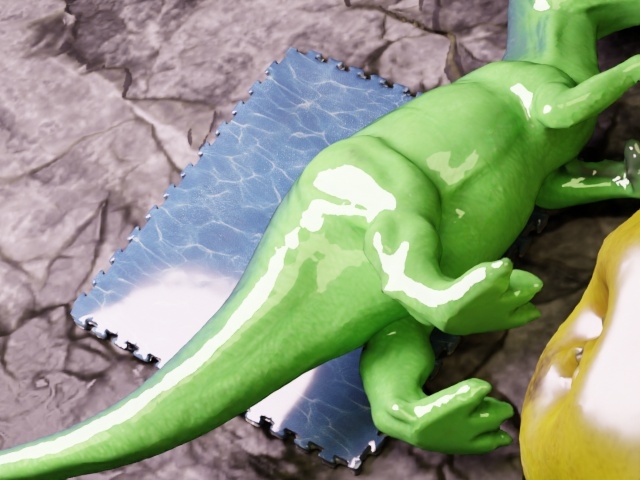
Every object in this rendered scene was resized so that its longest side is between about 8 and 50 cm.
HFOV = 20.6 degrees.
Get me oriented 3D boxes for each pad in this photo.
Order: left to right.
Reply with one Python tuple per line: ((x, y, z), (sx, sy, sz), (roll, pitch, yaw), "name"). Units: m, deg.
((0.000, 0.000, 1.169), (0.270, 0.012, 0.269), (23, 67, 33), "pad")

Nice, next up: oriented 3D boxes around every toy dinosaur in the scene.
((-0.009, -0.038, 1.107), (0.500, 0.144, 0.374), (-9, 48, 10), "toy dinosaur")

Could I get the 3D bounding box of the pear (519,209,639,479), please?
((0.285, 0.090, 0.833), (0.375, 0.287, 0.287), (13, 60, 13), "pear")
